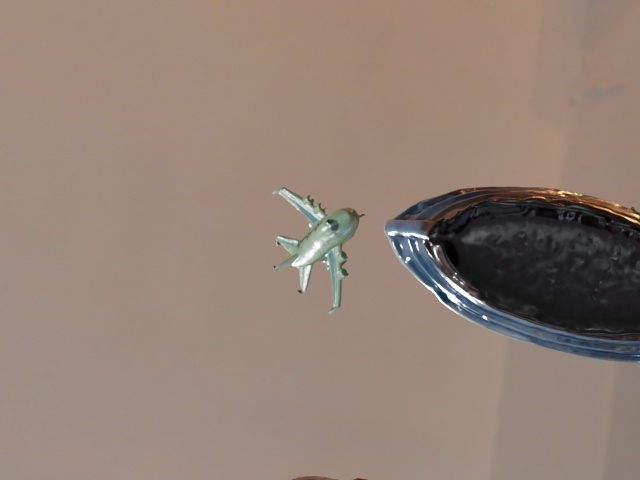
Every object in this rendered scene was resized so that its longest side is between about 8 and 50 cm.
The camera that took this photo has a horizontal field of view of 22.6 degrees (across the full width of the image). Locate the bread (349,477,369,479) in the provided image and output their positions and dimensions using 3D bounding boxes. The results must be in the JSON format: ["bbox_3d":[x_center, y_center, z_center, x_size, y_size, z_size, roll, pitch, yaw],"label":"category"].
[{"bbox_3d":[0.057,0.313,0.654,0.333,0.324,0.143,37,-148,8],"label":"bread"}]

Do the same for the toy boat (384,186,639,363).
[{"bbox_3d":[0.202,0.026,1.298,0.309,0.142,0.129,14,-93,0],"label":"toy boat"}]

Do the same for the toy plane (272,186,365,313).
[{"bbox_3d":[0.002,-0.001,0.932,0.033,0.083,0.080,-17,-103,-36],"label":"toy plane"}]

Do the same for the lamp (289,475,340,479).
[{"bbox_3d":[0.019,0.290,1.342,0.180,0.258,0.180,-15,-72,-54],"label":"lamp"}]
